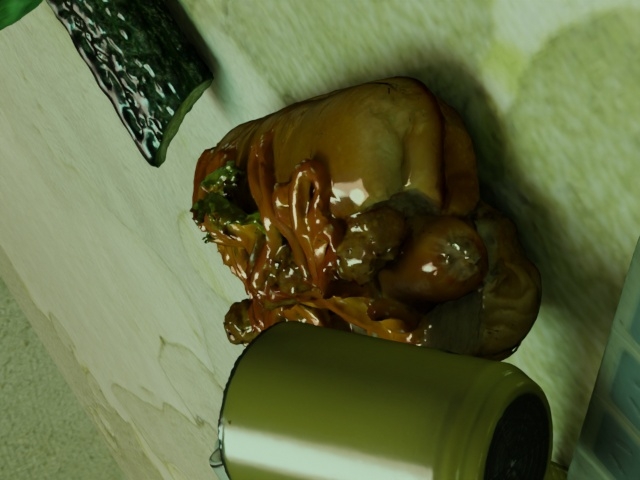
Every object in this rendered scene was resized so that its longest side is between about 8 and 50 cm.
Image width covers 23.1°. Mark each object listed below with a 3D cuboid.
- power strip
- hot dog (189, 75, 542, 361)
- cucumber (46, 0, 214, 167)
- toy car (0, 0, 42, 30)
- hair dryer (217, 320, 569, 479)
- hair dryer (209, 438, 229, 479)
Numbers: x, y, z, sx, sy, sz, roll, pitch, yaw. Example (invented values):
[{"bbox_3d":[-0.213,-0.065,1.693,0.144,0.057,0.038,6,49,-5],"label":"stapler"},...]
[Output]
[{"bbox_3d":[0.159,0.070,0.673,0.078,0.052,0.272,50,162,26],"label":"power strip"},{"bbox_3d":[0.000,0.000,0.888,0.158,0.117,0.349,60,164,-11],"label":"hot dog"},{"bbox_3d":[-0.160,-0.180,1.097,0.265,0.077,0.077,56,164,4],"label":"cucumber"},{"bbox_3d":[-0.349,-0.307,1.150,0.358,0.213,0.176,59,163,9],"label":"toy car"},{"bbox_3d":[0.080,0.115,0.803,0.135,0.090,0.279,7,168,33],"label":"hair dryer"},{"bbox_3d":[-0.075,0.252,1.658,0.131,0.073,0.236,60,166,-12],"label":"hair dryer"}]
